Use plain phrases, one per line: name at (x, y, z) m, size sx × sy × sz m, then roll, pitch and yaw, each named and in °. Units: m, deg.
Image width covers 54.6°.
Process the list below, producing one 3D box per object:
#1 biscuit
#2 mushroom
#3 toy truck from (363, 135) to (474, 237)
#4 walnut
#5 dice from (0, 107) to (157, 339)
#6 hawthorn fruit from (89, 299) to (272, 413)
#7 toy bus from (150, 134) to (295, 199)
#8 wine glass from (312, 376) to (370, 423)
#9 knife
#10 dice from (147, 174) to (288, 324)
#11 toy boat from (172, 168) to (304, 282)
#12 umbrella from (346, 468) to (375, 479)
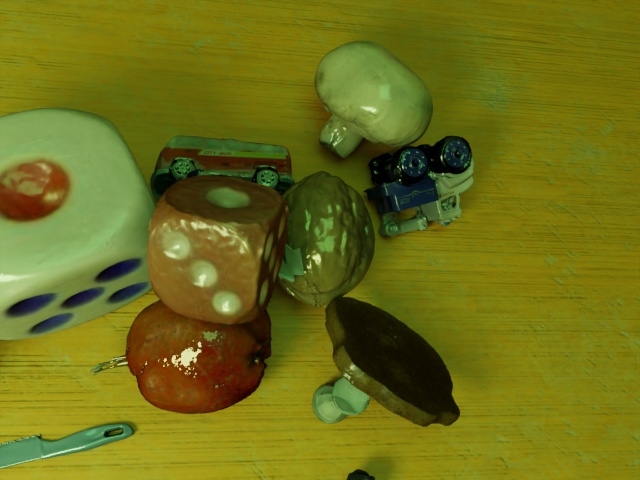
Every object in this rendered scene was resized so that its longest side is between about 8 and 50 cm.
biscuit at (0.121, 0.207, 1.064) m, size 0.273 × 0.049 × 0.257 m, roll 30°, pitch 22°, yaw -21°
mushroom at (0.091, -0.265, 1.252) m, size 0.254 × 0.234 × 0.260 m, roll 31°, pitch 22°, yaw -15°
toy truck at (0.205, -0.106, 1.244) m, size 0.213 × 0.161 × 0.177 m, roll -15°, pitch 93°, yaw -16°
walnut at (0.000, 0.000, 1.130) m, size 0.198 × 0.198 × 0.245 m, roll 6°, pitch 77°, yaw -9°
dice at (-0.430, -0.020, 0.995) m, size 0.304 × 0.304 × 0.277 m, roll -26°, pitch 76°, yaw -18°
hawthorn fruit at (-0.227, 0.183, 1.019) m, size 0.299 × 0.211 × 0.211 m, roll -7°, pitch 71°, yaw -2°
toy bus at (-0.185, -0.128, 1.188) m, size 0.265 × 0.121 × 0.120 m, roll 4°, pitch 61°, yaw -8°
wine glass at (0.036, 0.270, 1.058) m, size 0.073 × 0.155 × 0.073 m, roll 5°, pitch 68°, yaw -13°
knife at (-0.466, 0.341, 1.012) m, size 0.313 × 0.019 × 0.044 m, roll -11°, pitch 65°, yaw -14°
dice at (-0.152, 0.012, 0.939) m, size 0.174 × 0.179 × 0.175 m, roll 13°, pitch 29°, yaw 5°
toy boat at (-0.156, 0.000, 1.071) m, size 0.291 × 0.220 × 0.067 m, roll 24°, pitch 32°, yaw 26°
umbrella at (0.000, 0.538, 0.981) m, size 0.128 × 0.154 × 0.337 m, roll 50°, pitch 42°, yaw -31°
